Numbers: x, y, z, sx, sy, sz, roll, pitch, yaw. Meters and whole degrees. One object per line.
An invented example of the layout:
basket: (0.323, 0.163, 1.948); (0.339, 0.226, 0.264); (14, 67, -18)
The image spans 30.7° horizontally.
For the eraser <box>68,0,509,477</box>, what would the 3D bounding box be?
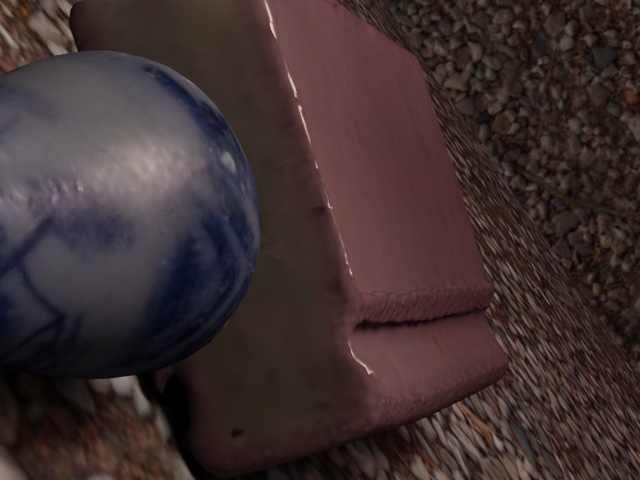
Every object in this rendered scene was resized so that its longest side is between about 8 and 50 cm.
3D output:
eraser: (0.007, -0.014, 0.748); (0.359, 0.122, 0.272); (8, 67, -71)

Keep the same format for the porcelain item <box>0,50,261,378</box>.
porcelain item: (-0.114, -0.006, 0.458); (0.141, 0.141, 0.259); (59, 25, 8)
